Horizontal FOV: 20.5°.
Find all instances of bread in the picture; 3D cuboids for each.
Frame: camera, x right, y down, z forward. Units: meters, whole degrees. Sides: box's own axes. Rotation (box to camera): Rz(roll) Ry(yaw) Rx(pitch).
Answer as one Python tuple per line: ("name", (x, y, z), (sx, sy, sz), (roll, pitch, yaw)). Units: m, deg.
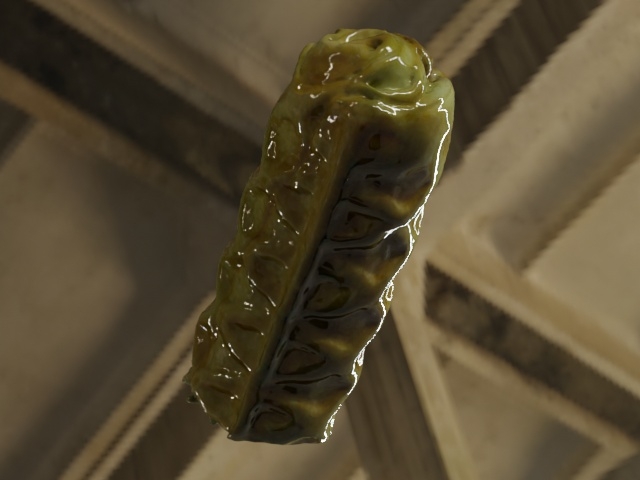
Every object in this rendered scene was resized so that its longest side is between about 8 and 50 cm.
("bread", (-0.001, -0.001, 1.013), (0.087, 0.098, 0.269), (-24, -38, -50))
